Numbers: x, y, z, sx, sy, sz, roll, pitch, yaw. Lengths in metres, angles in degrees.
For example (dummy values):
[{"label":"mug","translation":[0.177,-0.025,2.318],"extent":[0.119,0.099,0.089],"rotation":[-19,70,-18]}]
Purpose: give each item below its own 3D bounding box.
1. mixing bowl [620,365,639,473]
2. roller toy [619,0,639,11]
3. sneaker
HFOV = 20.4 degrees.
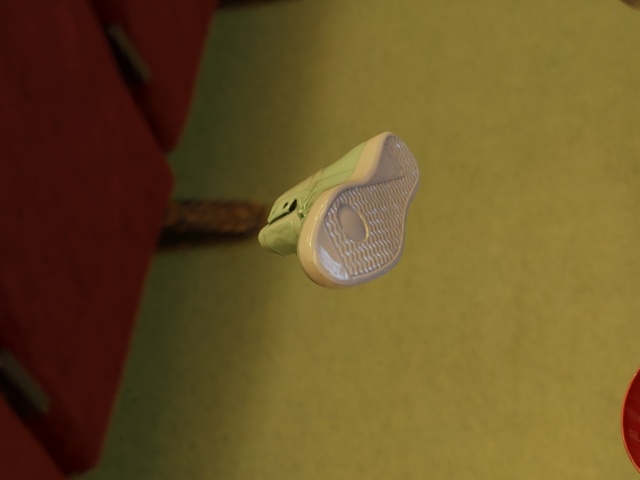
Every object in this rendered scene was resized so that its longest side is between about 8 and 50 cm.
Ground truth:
[{"label":"mixing bowl","translation":[0.394,0.183,1.732],"extent":[0.181,0.098,0.181],"rotation":[-16,55,24]},{"label":"roller toy","translation":[0.322,-0.325,1.712],"extent":[0.146,0.209,0.191],"rotation":[37,58,8]},{"label":"sneaker","translation":[0.000,0.000,1.680],"extent":[0.151,0.094,0.256],"rotation":[-32,12,28]}]
